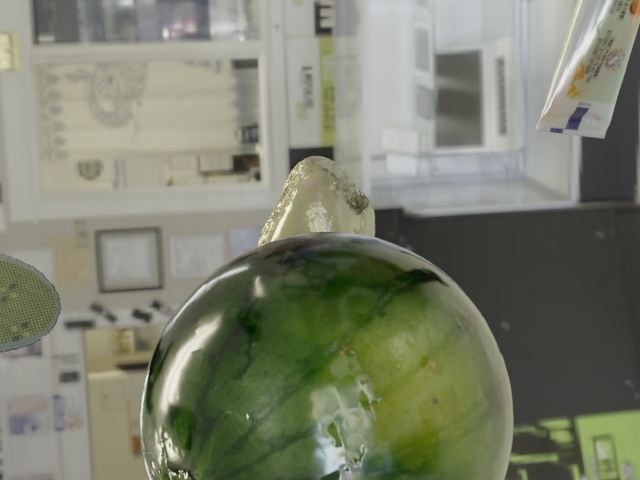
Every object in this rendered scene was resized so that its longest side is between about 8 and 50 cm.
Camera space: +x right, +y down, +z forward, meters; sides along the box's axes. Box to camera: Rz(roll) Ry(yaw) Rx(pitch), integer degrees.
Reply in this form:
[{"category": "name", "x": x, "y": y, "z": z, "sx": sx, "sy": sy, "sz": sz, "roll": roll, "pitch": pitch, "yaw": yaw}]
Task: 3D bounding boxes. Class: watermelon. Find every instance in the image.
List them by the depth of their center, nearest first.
[{"category": "watermelon", "x": 0.005, "y": 0.114, "z": 0.740, "sx": 0.242, "sy": 0.242, "sz": 0.242, "roll": 176, "pitch": 90, "yaw": -81}]

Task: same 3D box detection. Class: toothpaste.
[{"category": "toothpaste", "x": 0.250, "y": -0.234, "z": 0.922, "sx": 0.056, "sy": 0.058, "sz": 0.314, "roll": -46, "pitch": -28, "yaw": -69}]

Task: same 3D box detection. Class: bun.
[{"category": "bun", "x": 0.000, "y": 0.000, "z": 1.291, "sx": 0.178, "sy": 0.128, "sz": 0.193, "roll": -75, "pitch": 9, "yaw": -55}]

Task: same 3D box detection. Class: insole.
[{"category": "insole", "x": -0.389, "y": 0.043, "z": 1.122, "sx": 0.109, "sy": 0.322, "sz": 0.007, "roll": -64, "pitch": -26, "yaw": -24}]
